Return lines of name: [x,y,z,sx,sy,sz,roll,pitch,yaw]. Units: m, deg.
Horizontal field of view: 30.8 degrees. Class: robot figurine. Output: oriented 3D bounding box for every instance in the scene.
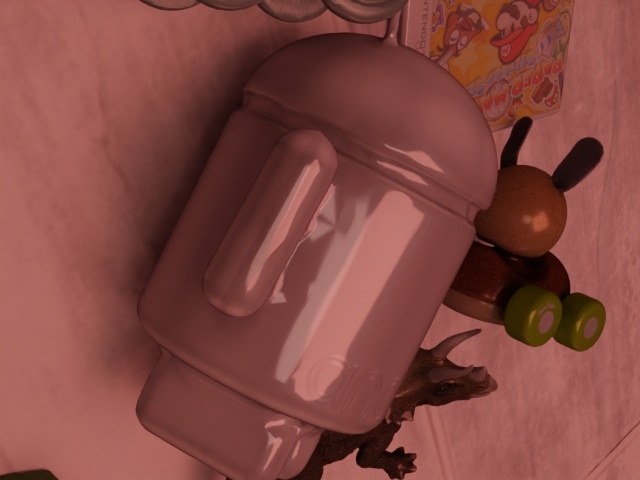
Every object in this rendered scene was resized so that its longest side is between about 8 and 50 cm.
robot figurine: [0.000,0.000,0.851,0.353,0.200,0.300,-64,168,2]

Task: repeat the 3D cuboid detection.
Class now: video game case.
video game case: [0.147,-0.191,1.028,0.227,0.026,0.206,-19,123,-38]

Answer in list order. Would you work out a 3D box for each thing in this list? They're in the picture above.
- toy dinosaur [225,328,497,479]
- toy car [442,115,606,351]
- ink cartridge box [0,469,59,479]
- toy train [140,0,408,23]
toy dinosaur: [-0.007,0.166,0.995,0.314,0.121,0.160,-26,140,-6]
toy car: [0.188,-0.014,1.065,0.149,0.155,0.188,10,101,-47]
ink cartridge box: [-0.215,0.289,0.854,0.062,0.109,0.209,-3,112,-43]
toy train: [-0.068,-0.232,0.692,0.334,0.142,0.190,0,99,-27]
